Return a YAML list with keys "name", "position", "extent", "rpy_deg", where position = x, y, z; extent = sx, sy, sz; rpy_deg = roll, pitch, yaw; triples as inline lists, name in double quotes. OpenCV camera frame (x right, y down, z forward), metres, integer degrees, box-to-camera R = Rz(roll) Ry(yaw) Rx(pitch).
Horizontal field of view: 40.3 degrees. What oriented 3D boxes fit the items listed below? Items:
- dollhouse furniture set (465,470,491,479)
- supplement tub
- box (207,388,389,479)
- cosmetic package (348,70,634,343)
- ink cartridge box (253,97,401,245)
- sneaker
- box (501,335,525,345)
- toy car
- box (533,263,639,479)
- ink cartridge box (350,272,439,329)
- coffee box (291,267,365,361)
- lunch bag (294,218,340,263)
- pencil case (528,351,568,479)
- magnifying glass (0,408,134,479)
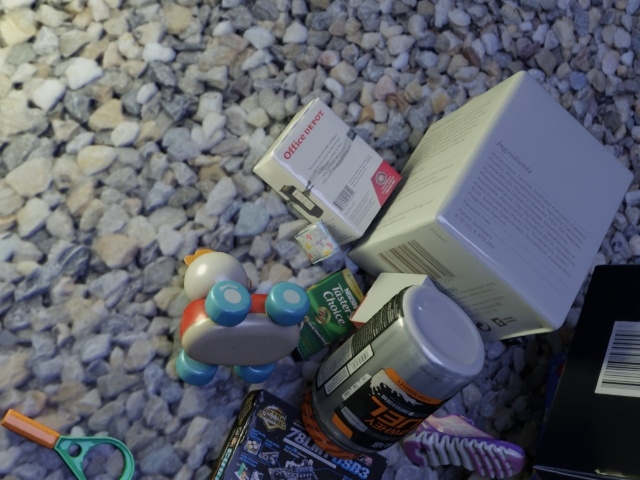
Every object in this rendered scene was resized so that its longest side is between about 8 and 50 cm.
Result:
- name: "dollhouse furniture set"
  position: [0.386, 0.534, 1.688]
  extent: [0.242, 0.212, 0.161]
  rpy_deg: [35, 63, 14]
- name: "supplement tub"
  position: [0.116, 0.238, 1.516]
  extent: [0.194, 0.316, 0.193]
  rpy_deg: [28, 35, -22]
- name: "box"
  position: [-0.055, 0.461, 1.555]
  extent: [0.296, 0.073, 0.293]
  rpy_deg: [32, 63, -18]
- name: "cosmetic package"
  position: [0.336, -0.050, 1.731]
  extent: [0.327, 0.329, 0.393]
  rpy_deg: [40, 64, -12]
- name: "ink cartridge box"
  position: [0.014, -0.133, 1.718]
  extent: [0.237, 0.100, 0.172]
  rpy_deg: [42, 63, -13]
- name: "sneaker"
  position: [0.282, 0.383, 1.679]
  extent: [0.104, 0.237, 0.095]
  rpy_deg: [-55, 138, -43]
- name: "box"
  position: [0.412, 0.175, 1.873]
  extent: [0.062, 0.052, 0.083]
  rpy_deg: [39, 64, -12]
- name: "toy car"
  position: [-0.157, 0.100, 1.550]
  extent: [0.210, 0.219, 0.237]
  rpy_deg: [3, 48, -27]
- name: "box"
  position: [0.690, 0.370, 1.716]
  extent: [0.471, 0.298, 0.479]
  rpy_deg: [51, 52, -35]
- name: "ink cartridge box"
  position: [0.175, 0.167, 1.686]
  extent: [0.176, 0.127, 0.128]
  rpy_deg: [52, 59, -28]
- name: "coffee box"
  position: [0.004, 0.140, 1.681]
  extent: [0.184, 0.040, 0.113]
  rpy_deg: [-28, 92, -30]
- name: "lunch bag"
  position: [0.000, 0.000, 1.688]
  extent: [0.053, 0.083, 0.071]
  rpy_deg: [-38, 96, -29]
- name: "pencil case"
  position: [0.521, 0.390, 1.842]
  extent: [0.120, 0.133, 0.306]
  rpy_deg: [9, 67, 19]
- name: "magnifying glass"
  position: [-0.412, 0.341, 1.431]
  extent: [0.231, 0.026, 0.092]
  rpy_deg: [32, 66, -16]
